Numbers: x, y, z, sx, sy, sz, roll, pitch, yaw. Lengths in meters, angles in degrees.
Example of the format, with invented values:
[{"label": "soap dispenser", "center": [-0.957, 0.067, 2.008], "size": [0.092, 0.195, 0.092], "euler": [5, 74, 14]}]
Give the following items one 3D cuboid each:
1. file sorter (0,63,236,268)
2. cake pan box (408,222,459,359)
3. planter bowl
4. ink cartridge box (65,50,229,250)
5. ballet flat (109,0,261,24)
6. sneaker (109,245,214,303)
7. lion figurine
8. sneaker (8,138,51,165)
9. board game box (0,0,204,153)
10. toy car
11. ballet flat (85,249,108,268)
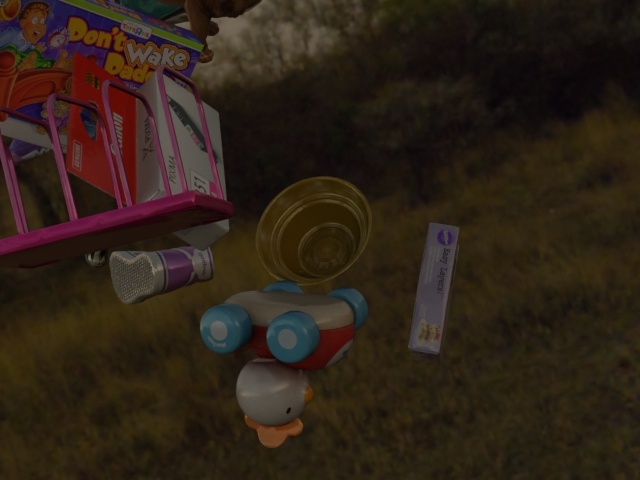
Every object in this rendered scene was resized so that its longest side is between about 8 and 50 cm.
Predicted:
[{"label": "file sorter", "center": [-0.283, -0.087, 1.376], "size": [0.290, 0.182, 0.202], "euler": [-14, -4, 8]}, {"label": "cake pan box", "center": [0.231, 0.108, 2.254], "size": [0.070, 0.267, 0.246], "euler": [9, -12, 7]}, {"label": "planter bowl", "center": [0.000, 0.000, 2.008], "size": [0.217, 0.217, 0.090], "euler": [-15, -30, 13]}, {"label": "ink cartridge box", "center": [-0.242, -0.145, 1.588], "size": [0.060, 0.239, 0.275], "euler": [-37, 39, 25]}, {"label": "ballet flat", "center": [-0.269, -0.462, 2.100], "size": [0.139, 0.139, 0.400], "euler": [-11, 13, 44]}, {"label": "sneaker", "center": [-0.289, 0.059, 2.103], "size": [0.161, 0.102, 0.282], "euler": [-12, 6, -30]}, {"label": "lion figurine", "center": [-0.259, -0.436, 1.808], "size": [0.392, 0.240, 0.142], "euler": [12, 49, 1]}, {"label": "sneaker", "center": [-0.543, -0.233, 2.150], "size": [0.095, 0.104, 0.236], "euler": [-10, 32, 30]}, {"label": "board game box", "center": [-0.382, -0.256, 1.678], "size": [0.347, 0.233, 0.078], "euler": [15, 20, -31]}, {"label": "toy car", "center": [-0.051, 0.199, 1.688], "size": [0.210, 0.238, 0.219], "euler": [5, 11, 24]}, {"label": "ballet flat", "center": [-0.374, 0.016, 1.873], "size": [0.041, 0.041, 0.114], "euler": [-20, -34, -35]}]
